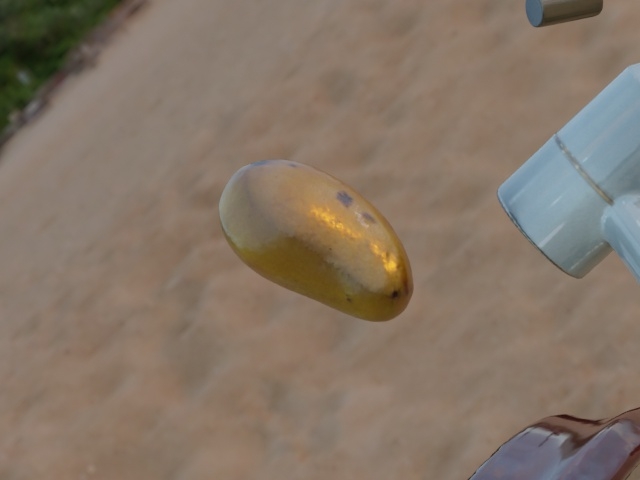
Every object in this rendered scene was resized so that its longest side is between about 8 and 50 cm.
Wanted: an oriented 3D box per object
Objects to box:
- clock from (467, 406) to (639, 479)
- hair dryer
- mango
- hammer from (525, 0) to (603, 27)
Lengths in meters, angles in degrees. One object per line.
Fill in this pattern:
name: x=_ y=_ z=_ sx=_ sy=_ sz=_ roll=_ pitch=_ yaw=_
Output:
clock: x=0.058 y=0.204 z=0.600 sx=0.318 sy=0.080 sz=0.318 roll=-50 pitch=-28 yaw=-39
hair dryer: x=0.294 y=0.026 z=1.518 sx=0.173 sy=0.107 sz=0.357 roll=-44 pitch=51 yaw=18
mango: x=0.000 y=-0.002 z=1.572 sx=0.115 sy=0.178 sz=0.090 roll=-67 pitch=3 yaw=-52
hammer: x=0.114 y=-0.164 z=0.961 sx=0.035 sy=0.110 sz=0.019 roll=-14 pitch=4 yaw=-19
